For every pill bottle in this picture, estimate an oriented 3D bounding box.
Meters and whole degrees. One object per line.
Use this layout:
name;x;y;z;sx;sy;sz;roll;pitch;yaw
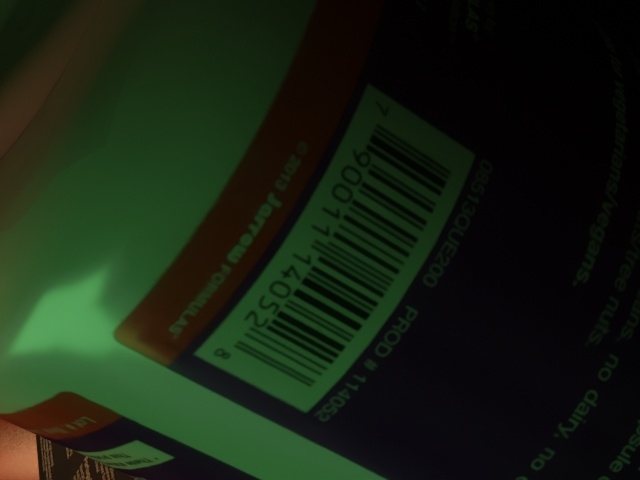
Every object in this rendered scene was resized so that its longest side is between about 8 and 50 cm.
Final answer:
pill bottle;0.046;0.019;0.463;0.323;0.181;0.181;30;162;-28

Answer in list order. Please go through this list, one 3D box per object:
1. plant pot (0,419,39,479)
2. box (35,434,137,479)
plant pot;-0.156;0.150;1.061;0.272;0.272;0.265;31;152;-30
box;0.033;0.125;0.663;0.318;0.097;0.395;26;-165;-21
